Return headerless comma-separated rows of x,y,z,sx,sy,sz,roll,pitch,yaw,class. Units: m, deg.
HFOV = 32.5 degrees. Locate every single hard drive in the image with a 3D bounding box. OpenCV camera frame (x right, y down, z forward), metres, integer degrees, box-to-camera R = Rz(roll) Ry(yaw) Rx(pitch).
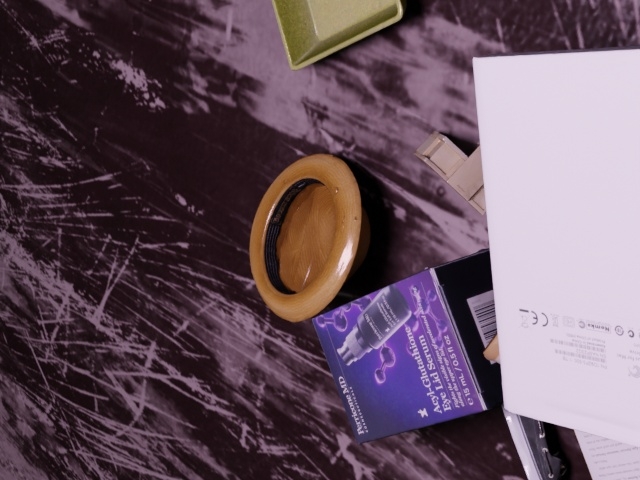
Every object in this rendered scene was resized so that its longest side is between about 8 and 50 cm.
0.217,0.005,0.867,0.203,0.040,0.308,8,109,50,hard drive

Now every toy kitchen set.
0.153,-0.083,1.128,0.083,0.075,0.068,42,95,-10,toy kitchen set

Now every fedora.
0.000,0.000,1.263,0.194,0.079,0.194,-16,68,44,fedora

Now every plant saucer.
0.016,-0.303,1.198,0.188,0.045,0.189,-16,89,49,plant saucer

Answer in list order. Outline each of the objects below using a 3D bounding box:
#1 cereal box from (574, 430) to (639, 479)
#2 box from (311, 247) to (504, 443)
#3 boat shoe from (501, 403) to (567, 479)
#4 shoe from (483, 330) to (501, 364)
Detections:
0.321,0.192,1.001,0.173,0.047,0.240,-26,80,49,cereal box
0.111,0.115,1.167,0.207,0.108,0.153,-29,80,48,box
0.227,0.225,1.118,0.040,0.049,0.142,-22,89,10,boat shoe
0.231,0.033,1.026,0.058,0.076,0.219,34,111,13,shoe
